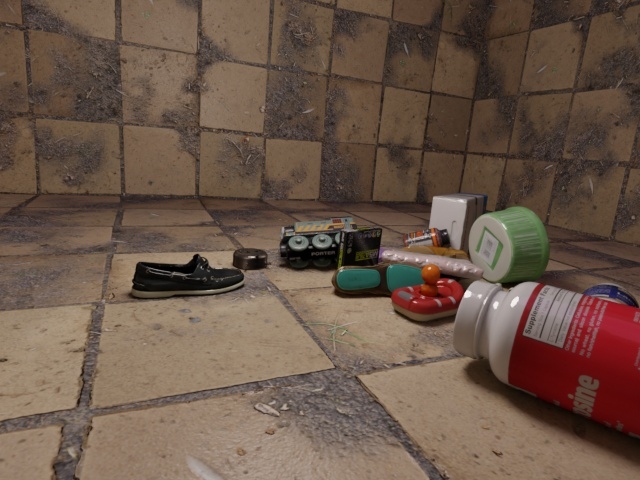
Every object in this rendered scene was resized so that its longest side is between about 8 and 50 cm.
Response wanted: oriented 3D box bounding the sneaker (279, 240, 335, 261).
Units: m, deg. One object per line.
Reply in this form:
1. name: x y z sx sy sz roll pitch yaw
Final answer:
1. sneaker: -0.017 0.030 1.717 0.282 0.106 0.162 0 17 -22

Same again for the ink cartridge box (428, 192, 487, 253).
1. ink cartridge box: 0.682 -0.084 2.046 0.166 0.285 0.395 12 14 33

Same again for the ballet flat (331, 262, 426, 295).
1. ballet flat: 0.202 0.135 1.384 0.343 0.116 0.124 -1 -6 -8

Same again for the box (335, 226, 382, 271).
1. box: 0.143 0.045 1.528 0.191 0.184 0.045 -5 16 -40

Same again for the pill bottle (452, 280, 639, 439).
1. pill bottle: 0.493 0.216 0.824 0.408 0.228 0.229 15 17 39

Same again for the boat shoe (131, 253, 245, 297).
1. boat shoe: -0.394 0.096 1.265 0.340 0.113 0.127 -1 14 -25

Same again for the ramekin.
1. ramekin: 0.713 0.024 1.601 0.148 0.303 0.303 -7 16 -13

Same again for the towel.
1. towel: 0.404 0.080 1.516 0.332 0.053 0.317 9 3 14

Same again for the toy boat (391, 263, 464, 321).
1. toy boat: 0.329 0.144 1.239 0.231 0.151 0.151 -4 16 -33

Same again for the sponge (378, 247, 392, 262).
1. sponge: 0.238 0.063 1.816 0.117 0.031 0.210 16 18 40

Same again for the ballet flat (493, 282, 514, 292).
1. ballet flat: 0.581 0.183 1.305 0.083 0.087 0.247 -8 18 -42

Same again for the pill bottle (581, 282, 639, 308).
1. pill bottle: 0.788 0.205 1.141 0.153 0.153 0.265 14 16 35

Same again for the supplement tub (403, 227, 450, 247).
1. supplement tub: 0.483 0.002 1.881 0.198 0.106 0.106 -14 8 17

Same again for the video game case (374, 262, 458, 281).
1. video game case: 0.365 0.120 1.534 0.275 0.035 0.248 11 6 24

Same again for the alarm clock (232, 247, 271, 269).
1. alarm clock: -0.277 0.062 1.581 0.129 0.064 0.192 -4 13 -34

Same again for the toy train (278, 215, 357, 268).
1. toy train: 0.000 0.000 1.615 0.334 0.142 0.190 -5 42 -4

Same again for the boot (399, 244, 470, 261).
1. boot: 0.484 0.072 1.770 0.295 0.104 0.211 6 4 10
